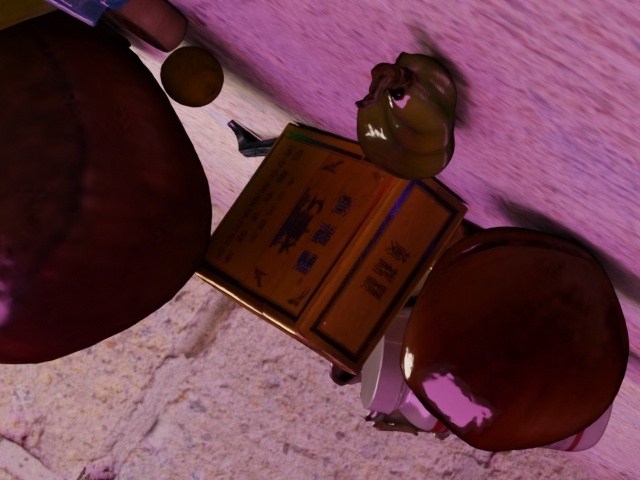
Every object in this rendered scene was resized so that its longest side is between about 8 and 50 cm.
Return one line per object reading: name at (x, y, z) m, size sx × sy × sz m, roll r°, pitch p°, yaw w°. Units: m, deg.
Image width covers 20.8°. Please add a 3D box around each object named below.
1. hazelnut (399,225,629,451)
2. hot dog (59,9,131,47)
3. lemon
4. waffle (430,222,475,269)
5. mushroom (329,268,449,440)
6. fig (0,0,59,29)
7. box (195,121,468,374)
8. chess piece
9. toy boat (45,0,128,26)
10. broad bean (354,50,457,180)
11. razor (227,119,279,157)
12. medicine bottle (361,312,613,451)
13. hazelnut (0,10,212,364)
hazelnut at (0.172, 0.073, 1.470) m, size 0.208 × 0.208 × 0.208 m, roll 35°, pitch 175°, yaw 3°
hot dog at (-0.400, -0.259, 2.029) m, size 0.387 × 0.174 × 0.267 m, roll 37°, pitch 165°, yaw -22°
lemon at (-0.132, -0.167, 1.768) m, size 0.083 × 0.062 × 0.062 m, roll 36°, pitch 178°, yaw 43°
waffle at (0.166, 0.036, 1.751) m, size 0.211 × 0.055 × 0.160 m, roll 30°, pitch 174°, yaw 44°
mushroom at (0.144, 0.111, 1.982) m, size 0.267 × 0.189 × 0.164 m, roll 9°, pitch -151°, yaw -5°
fig at (-0.359, -0.260, 1.543) m, size 0.314 × 0.233 × 0.233 m, roll 26°, pitch 175°, yaw 4°
box at (0.000, 0.000, 1.718) m, size 0.084 × 0.193 × 0.301 m, roll 35°, pitch 176°, yaw -25°
chess piece at (-0.167, -0.216, 1.672) m, size 0.084 × 0.038 × 0.083 m, roll 37°, pitch 176°, yaw 3°
toy boat at (-0.250, -0.264, 1.470) m, size 0.215 × 0.088 × 0.102 m, roll 34°, pitch 179°, yaw -7°
broad bean at (0.062, -0.089, 1.236) m, size 0.075 × 0.067 × 0.325 m, roll 5°, pitch 172°, yaw 1°
razor at (-0.068, -0.110, 2.076) m, size 0.066 × 0.033 × 0.190 m, roll 36°, pitch 175°, yaw -17°
medicine bottle at (0.176, 0.145, 1.834) m, size 0.250 × 0.131 × 0.131 m, roll 9°, pitch 179°, yaw -9°
hazelnut at (-0.305, -0.070, 1.766) m, size 0.421 × 0.352 × 0.421 m, roll 15°, pitch -163°, yaw -5°
